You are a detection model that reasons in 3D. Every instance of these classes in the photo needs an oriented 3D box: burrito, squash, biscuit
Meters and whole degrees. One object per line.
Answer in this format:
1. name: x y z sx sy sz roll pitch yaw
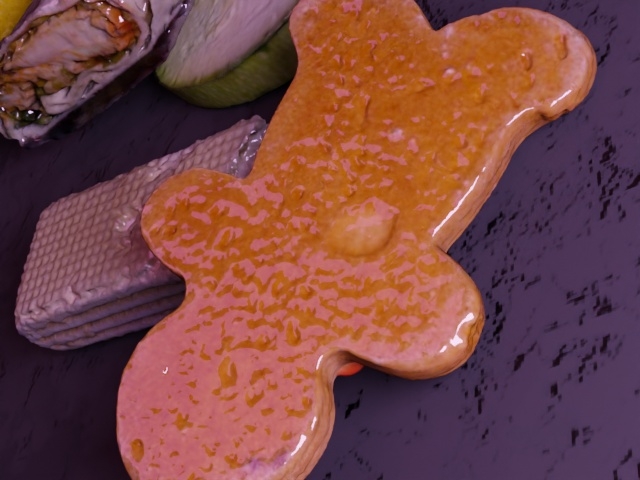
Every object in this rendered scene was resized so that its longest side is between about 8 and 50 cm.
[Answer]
1. burrito: -0.133 -0.216 0.914 0.347 0.107 0.175 -57 20 -2
2. squash: -0.041 -0.194 0.902 0.219 0.041 0.219 -32 41 33
3. biscuit: -0.107 -0.002 0.812 0.239 0.062 0.108 -17 52 37
4. biscuit: 0.001 0.001 0.664 0.205 0.049 0.324 18 70 27

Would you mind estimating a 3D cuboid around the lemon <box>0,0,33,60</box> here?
1. lemon: -0.286 -0.204 1.046 0.244 0.187 0.186 -31 45 27
